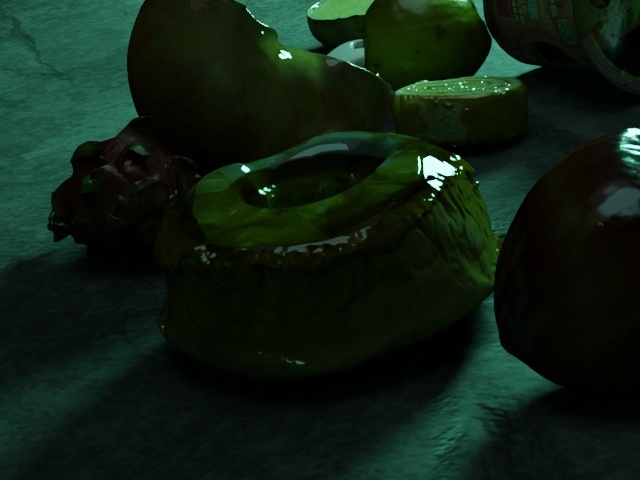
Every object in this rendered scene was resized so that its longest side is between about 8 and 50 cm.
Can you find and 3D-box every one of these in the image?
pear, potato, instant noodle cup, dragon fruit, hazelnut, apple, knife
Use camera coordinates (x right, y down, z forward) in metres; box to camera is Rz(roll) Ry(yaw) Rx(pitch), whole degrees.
[{"bbox_3d":[0.128,-0.252,2.156,0.162,0.149,0.149,-13,20,0],"label":"pear"},{"bbox_3d":[0.076,-0.307,2.433,0.164,0.081,0.200,-35,27,-33],"label":"potato"},{"bbox_3d":[0.324,-0.292,2.087,0.244,0.244,0.255,-20,13,-24],"label":"instant noodle cup"},{"bbox_3d":[-0.210,-0.045,1.813,0.137,0.135,0.236,-30,9,-29],"label":"dragon fruit"},{"bbox_3d":[0.235,0.023,1.340,0.181,0.181,0.212,7,32,-19],"label":"hazelnut"},{"bbox_3d":[-0.083,-0.133,1.868,0.293,0.163,0.251,26,-13,-19],"label":"apple"},{"bbox_3d":[-0.039,-0.173,2.214,0.081,0.043,0.336,18,41,42],"label":"knife"}]

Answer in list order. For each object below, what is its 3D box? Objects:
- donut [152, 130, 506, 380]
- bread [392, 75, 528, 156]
[{"bbox_3d":[0.000,0.000,1.527,0.330,0.160,0.330,-15,14,4],"label":"donut"},{"bbox_3d":[0.160,-0.142,1.962,0.149,0.073,0.122,1,18,23],"label":"bread"}]
